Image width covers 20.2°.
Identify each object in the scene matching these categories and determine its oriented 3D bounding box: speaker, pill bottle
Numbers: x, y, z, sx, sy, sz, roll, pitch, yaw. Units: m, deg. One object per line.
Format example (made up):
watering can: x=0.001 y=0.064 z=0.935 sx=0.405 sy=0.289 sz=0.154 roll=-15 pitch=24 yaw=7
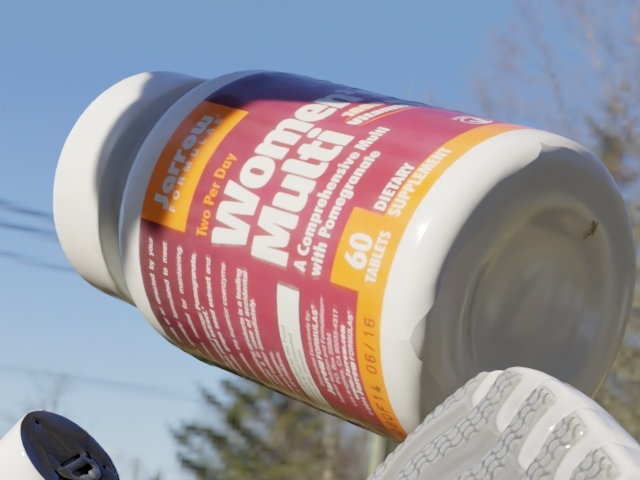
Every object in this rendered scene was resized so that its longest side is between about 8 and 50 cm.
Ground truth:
speaker: x=-0.145 y=0.133 z=0.756 sx=0.136 sy=0.055 sz=0.055 roll=-45 pitch=-35 yaw=20
pill bottle: x=0.000 y=0.000 z=0.689 sx=0.221 sy=0.121 sz=0.121 roll=18 pitch=0 yaw=45

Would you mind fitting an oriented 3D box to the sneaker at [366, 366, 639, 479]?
sneaker: x=0.095 y=0.121 z=0.329 sx=0.115 sy=0.105 sz=0.281 roll=39 pitch=12 yaw=-25
